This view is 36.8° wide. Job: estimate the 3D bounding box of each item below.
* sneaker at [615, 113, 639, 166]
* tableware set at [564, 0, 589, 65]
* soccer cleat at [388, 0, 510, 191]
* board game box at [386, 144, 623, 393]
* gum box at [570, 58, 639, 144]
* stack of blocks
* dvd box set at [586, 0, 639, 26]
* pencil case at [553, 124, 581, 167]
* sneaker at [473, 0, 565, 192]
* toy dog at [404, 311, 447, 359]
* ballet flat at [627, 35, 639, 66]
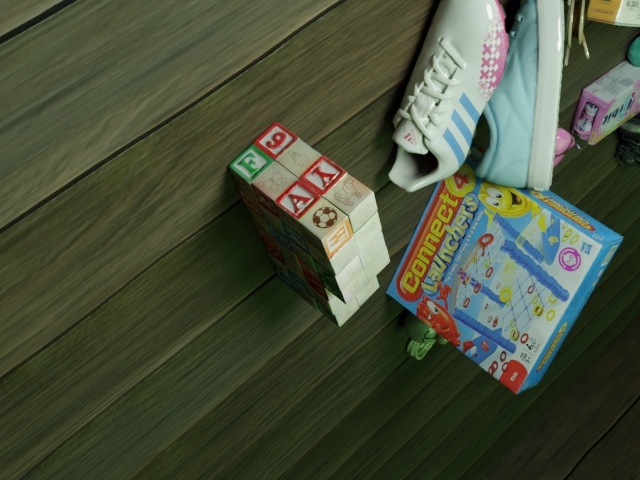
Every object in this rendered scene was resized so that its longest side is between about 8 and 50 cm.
[{"bbox_3d":[0.714,-0.220,2.166,0.227,0.087,0.130,-10,125,-58],"label":"sneaker"},{"bbox_3d":[0.404,-0.371,1.473,0.128,0.039,0.194,77,24,-49],"label":"tableware set"},{"bbox_3d":[0.171,-0.200,1.351,0.143,0.116,0.331,-33,147,-32],"label":"soccer cleat"},{"bbox_3d":[0.299,0.046,1.628,0.086,0.302,0.308,-12,132,-50],"label":"board game box"},{"bbox_3d":[0.584,-0.279,1.931,0.188,0.062,0.107,-33,146,-32],"label":"gum box"},{"bbox_3d":[0.000,0.000,1.271,0.087,0.171,0.297,-44,151,-15],"label":"stack of blocks"},{"bbox_3d":[0.542,-0.528,1.427,0.308,0.062,0.420,-10,116,-43],"label":"dvd box set"},{"bbox_3d":[0.383,-0.126,1.786,0.209,0.095,0.098,-49,167,-1],"label":"pencil case"},{"bbox_3d":[0.292,-0.253,1.467,0.135,0.150,0.365,-48,141,-70],"label":"sneaker"},{"bbox_3d":[0.329,0.134,1.922,0.334,0.161,0.220,-42,150,-18],"label":"toy dog"},{"bbox_3d":[0.730,-0.413,1.911,0.247,0.087,0.083,-32,119,-10],"label":"ballet flat"}]
